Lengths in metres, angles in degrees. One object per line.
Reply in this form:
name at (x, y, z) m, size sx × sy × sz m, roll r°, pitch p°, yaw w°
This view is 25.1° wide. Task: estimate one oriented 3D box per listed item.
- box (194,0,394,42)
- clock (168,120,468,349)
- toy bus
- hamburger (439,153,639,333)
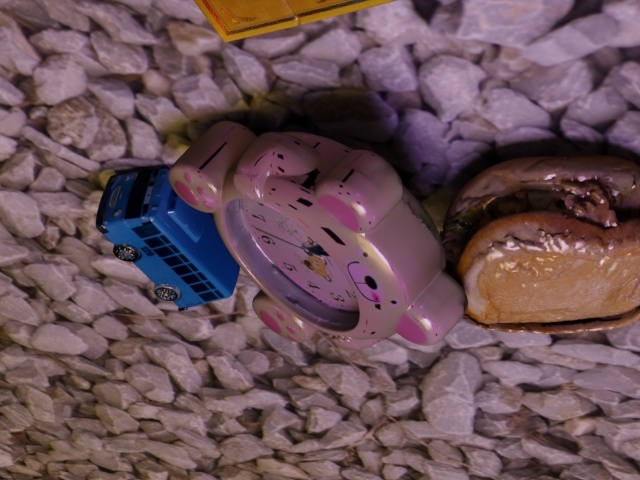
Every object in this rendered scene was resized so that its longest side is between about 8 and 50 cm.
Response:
box at (-0.002, -0.302, 1.308) m, size 0.301 × 0.084 × 0.193 m, roll -9°, pitch 138°, yaw 28°
clock at (0.000, 0.000, 1.582) m, size 0.309 × 0.114 × 0.284 m, roll 10°, pitch 138°, yaw 50°
toy bus at (-0.182, -0.004, 1.752) m, size 0.106 × 0.090 × 0.185 m, roll -12°, pitch 138°, yaw 30°
hamburger at (0.252, 0.013, 1.595) m, size 0.286 × 0.146 × 0.243 m, roll -28°, pitch 133°, yaw 34°
